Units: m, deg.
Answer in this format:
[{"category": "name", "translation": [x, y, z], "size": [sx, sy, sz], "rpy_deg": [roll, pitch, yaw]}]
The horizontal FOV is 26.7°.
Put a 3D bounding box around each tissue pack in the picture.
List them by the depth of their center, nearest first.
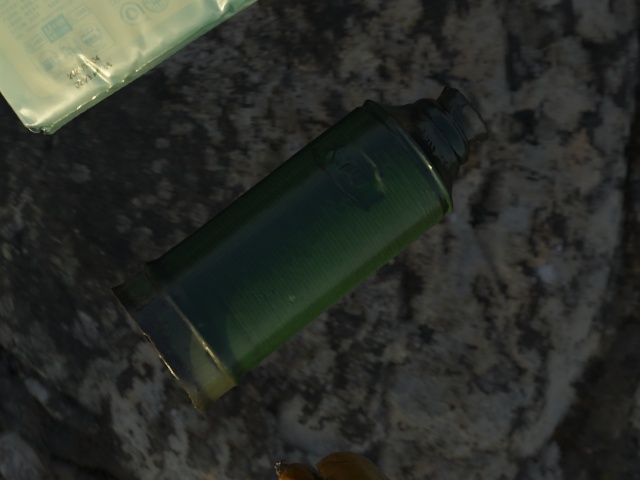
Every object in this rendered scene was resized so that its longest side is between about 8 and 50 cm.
[{"category": "tissue pack", "translation": [-0.157, -0.215, 1.012], "size": [0.263, 0.089, 0.177], "rpy_deg": [-28, 104, 28]}]

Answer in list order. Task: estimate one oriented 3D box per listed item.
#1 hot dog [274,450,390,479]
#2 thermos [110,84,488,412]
[{"category": "hot dog", "translation": [0.046, 0.251, 1.043], "size": [0.072, 0.269, 0.109], "rpy_deg": [18, 105, -41]}, {"category": "thermos", "translation": [0.000, -0.001, 0.636], "size": [0.188, 0.073, 0.083], "rpy_deg": [-37, 117, -6]}]
